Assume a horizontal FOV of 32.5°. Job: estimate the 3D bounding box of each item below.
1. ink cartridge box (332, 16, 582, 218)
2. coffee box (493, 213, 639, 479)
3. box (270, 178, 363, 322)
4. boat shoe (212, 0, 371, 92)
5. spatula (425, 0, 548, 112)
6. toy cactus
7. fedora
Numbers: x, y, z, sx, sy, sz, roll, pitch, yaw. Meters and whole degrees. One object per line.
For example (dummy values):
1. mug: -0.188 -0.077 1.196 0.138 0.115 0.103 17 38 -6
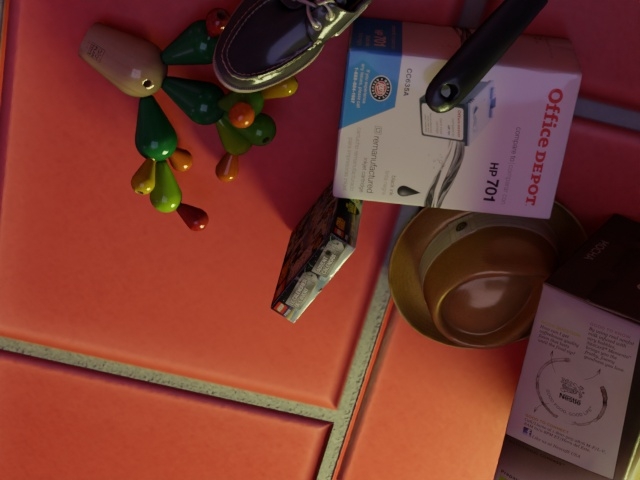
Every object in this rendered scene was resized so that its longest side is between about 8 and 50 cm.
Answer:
1. ink cartridge box: 0.112 -0.104 0.934 0.190 0.082 0.140 7 120 2
2. coffee box: 0.258 0.148 1.007 0.118 0.168 0.297 25 126 27
3. box: 0.000 0.000 0.971 0.027 0.137 0.094 33 117 -11
4. boat shoe: -0.001 -0.194 0.851 0.206 0.065 0.075 -39 92 -5
5. spatula: 0.188 -0.210 0.845 0.084 0.030 0.296 41 98 -19
6. toy cactus: -0.125 -0.121 0.939 0.180 0.112 0.219 29 127 -2
7. fedora: 0.158 0.041 1.019 0.194 0.079 0.194 1 121 2
